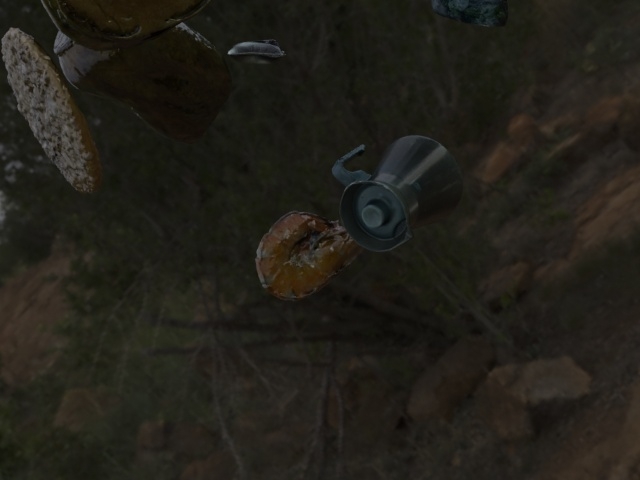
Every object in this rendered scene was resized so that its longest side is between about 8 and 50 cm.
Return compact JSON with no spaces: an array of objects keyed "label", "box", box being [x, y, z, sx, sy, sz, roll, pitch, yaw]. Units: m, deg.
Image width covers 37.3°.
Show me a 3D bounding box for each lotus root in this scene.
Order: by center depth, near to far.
[{"label":"lotus root","box":[-0.365,-0.360,1.915,0.250,0.346,0.251,-21,59,39]}]

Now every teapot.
[{"label":"teapot","box":[0.130,-0.092,1.686,0.225,0.203,0.171,-37,-15,-51]}]

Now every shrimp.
[{"label":"shrimp","box":[0.000,0.000,1.917,0.316,0.164,0.062,-33,10,-25]}]

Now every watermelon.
[{"label":"watermelon","box":[0.282,-0.543,1.744,0.148,0.319,0.226,1,-3,20]}]

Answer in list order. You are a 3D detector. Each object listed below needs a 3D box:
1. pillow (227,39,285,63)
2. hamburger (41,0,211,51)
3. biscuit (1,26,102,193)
[{"label":"pillow","box":[-0.149,-0.438,2.218,0.091,0.135,0.055,-95,4,-47]},{"label":"hamburger","box":[-0.244,-0.376,1.177,0.265,0.285,0.134,-32,42,-17]},{"label":"biscuit","box":[-0.328,-0.156,1.154,0.033,0.220,0.220,-32,5,-25]}]
